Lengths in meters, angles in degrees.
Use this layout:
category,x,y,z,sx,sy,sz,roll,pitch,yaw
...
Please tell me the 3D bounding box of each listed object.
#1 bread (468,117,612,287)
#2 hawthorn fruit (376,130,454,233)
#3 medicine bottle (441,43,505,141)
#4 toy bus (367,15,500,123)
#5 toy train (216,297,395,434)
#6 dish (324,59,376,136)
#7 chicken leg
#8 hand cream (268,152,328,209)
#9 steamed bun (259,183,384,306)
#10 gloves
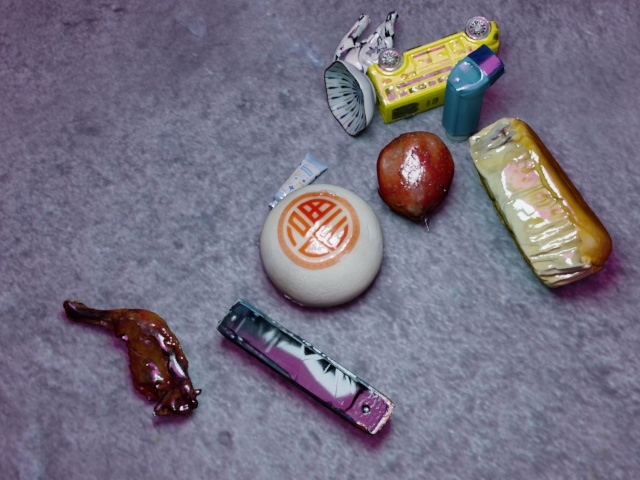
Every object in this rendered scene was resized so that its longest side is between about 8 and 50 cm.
category,x,y,z,sx,sy,sz,roll,pitch,yaw
bread,0.471,-0.090,1.534,0.183,0.236,0.388,-28,75,11
hawthorn fruit,0.216,-0.129,1.595,0.181,0.181,0.235,-9,67,2
medicine bottle,0.337,-0.322,1.617,0.124,0.258,0.079,-33,68,-11
toy bus,0.285,-0.407,1.721,0.330,0.144,0.152,-20,75,1
toy train,-0.032,0.268,1.499,0.409,0.089,0.086,32,72,16
dish,0.084,-0.349,1.709,0.066,0.190,0.190,-25,66,-21
chicken leg,-0.403,0.225,1.559,0.407,0.096,0.158,35,94,20
hand cream,-0.059,-0.134,1.697,0.065,0.043,0.170,36,71,13
steamed bun,0.000,0.000,1.559,0.283,0.177,0.283,-2,67,6
gloves,0.124,-0.487,1.794,0.212,0.111,0.127,-41,45,-8
